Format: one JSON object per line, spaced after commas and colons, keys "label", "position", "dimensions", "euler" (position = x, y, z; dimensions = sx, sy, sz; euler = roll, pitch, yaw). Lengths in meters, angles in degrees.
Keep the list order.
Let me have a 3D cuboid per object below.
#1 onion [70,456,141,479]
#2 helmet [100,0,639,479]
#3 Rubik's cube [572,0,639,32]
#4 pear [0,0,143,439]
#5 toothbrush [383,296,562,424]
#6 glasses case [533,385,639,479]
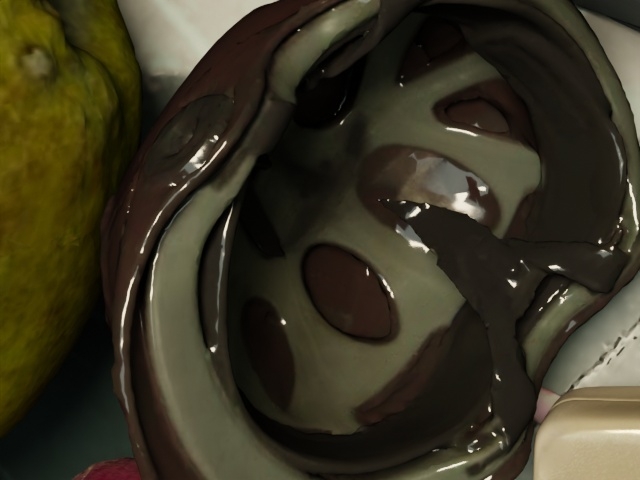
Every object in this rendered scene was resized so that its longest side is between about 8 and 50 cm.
{"label": "onion", "position": [-0.084, 0.250, 0.616], "dimensions": [0.230, 0.272, 0.256], "euler": [-37, 116, 11]}
{"label": "helmet", "position": [0.000, 0.000, 0.571], "dimensions": [0.305, 0.177, 0.225], "euler": [-45, 120, -18]}
{"label": "Rubik's cube", "position": [0.151, -0.211, 0.536], "dimensions": [0.205, 0.207, 0.205], "euler": [29, 99, 15]}
{"label": "pear", "position": [-0.272, -0.038, 0.619], "dimensions": [0.413, 0.352, 0.352], "euler": [-26, 83, 24]}
{"label": "toothbrush", "position": [0.145, 0.105, 0.639], "dimensions": [0.269, 0.027, 0.021], "euler": [35, 117, 15]}
{"label": "glasses case", "position": [0.183, 0.242, 0.586], "dimensions": [0.144, 0.076, 0.337], "euler": [-2, 96, 21]}
